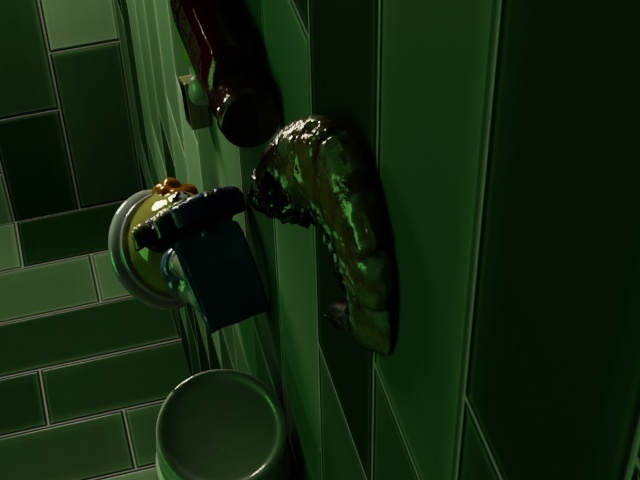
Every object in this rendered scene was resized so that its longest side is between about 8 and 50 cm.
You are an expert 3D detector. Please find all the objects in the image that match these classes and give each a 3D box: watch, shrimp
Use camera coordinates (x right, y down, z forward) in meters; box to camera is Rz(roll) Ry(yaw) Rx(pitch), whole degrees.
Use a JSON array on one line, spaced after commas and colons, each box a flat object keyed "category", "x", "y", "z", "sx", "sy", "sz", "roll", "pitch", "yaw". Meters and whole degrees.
[{"category": "watch", "x": -0.162, "y": 0.033, "z": 2.017, "sx": 0.196, "sy": 0.171, "sz": 0.200, "roll": 55, "pitch": -169, "yaw": -85}, {"category": "shrimp", "x": 0.000, "y": 0.000, "z": 1.299, "sx": 0.365, "sy": 0.071, "sz": 0.233, "roll": 165, "pitch": 88, "yaw": -75}]

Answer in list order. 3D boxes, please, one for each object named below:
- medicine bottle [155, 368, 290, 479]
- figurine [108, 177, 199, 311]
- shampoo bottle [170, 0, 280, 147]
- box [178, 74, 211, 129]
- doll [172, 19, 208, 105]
[{"category": "medicine bottle", "x": -0.152, "y": 0.360, "z": 2.131, "sx": 0.371, "sy": 0.211, "sz": 0.211, "roll": 96, "pitch": 160, "yaw": -61}, {"category": "figurine", "x": -0.249, "y": 0.016, "z": 2.309, "sx": 0.382, "sy": 0.205, "sz": 0.225, "roll": -167, "pitch": 54, "yaw": -78}, {"category": "shampoo bottle", "x": -0.118, "y": -0.221, "z": 1.653, "sx": 0.314, "sy": 0.076, "sz": 0.118, "roll": -115, "pitch": 18, "yaw": -52}, {"category": "box", "x": -0.208, "y": -0.228, "z": 2.268, "sx": 0.079, "sy": 0.035, "sz": 0.083, "roll": -130, "pitch": 31, "yaw": -70}, {"category": "doll", "x": -0.167, "y": -0.263, "z": 1.925, "sx": 0.106, "sy": 0.062, "sz": 0.163, "roll": 105, "pitch": 152, "yaw": -78}]
